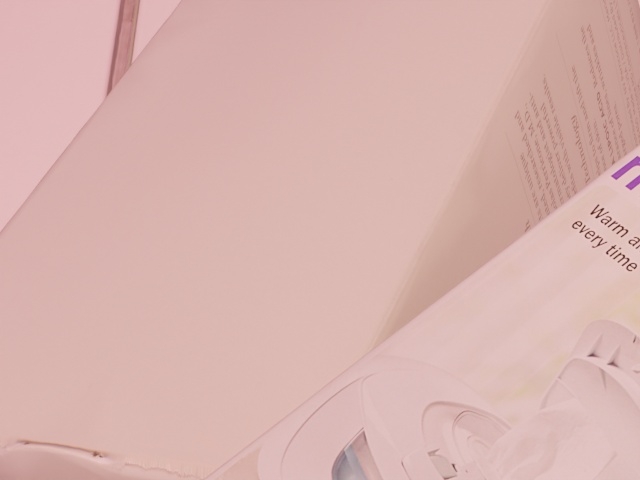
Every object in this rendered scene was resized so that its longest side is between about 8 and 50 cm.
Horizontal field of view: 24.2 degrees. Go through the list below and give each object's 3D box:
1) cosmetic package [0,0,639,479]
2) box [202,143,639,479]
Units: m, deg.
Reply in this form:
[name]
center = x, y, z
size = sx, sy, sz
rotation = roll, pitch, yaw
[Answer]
[cosmetic package]
center = 0.000, 0.000, 0.696
size = 0.217, 0.156, 0.385
rotation = 5, 47, 31
[box]
center = 0.115, 0.122, 0.476
size = 0.231, 0.262, 0.127
rotation = -38, 44, -8
